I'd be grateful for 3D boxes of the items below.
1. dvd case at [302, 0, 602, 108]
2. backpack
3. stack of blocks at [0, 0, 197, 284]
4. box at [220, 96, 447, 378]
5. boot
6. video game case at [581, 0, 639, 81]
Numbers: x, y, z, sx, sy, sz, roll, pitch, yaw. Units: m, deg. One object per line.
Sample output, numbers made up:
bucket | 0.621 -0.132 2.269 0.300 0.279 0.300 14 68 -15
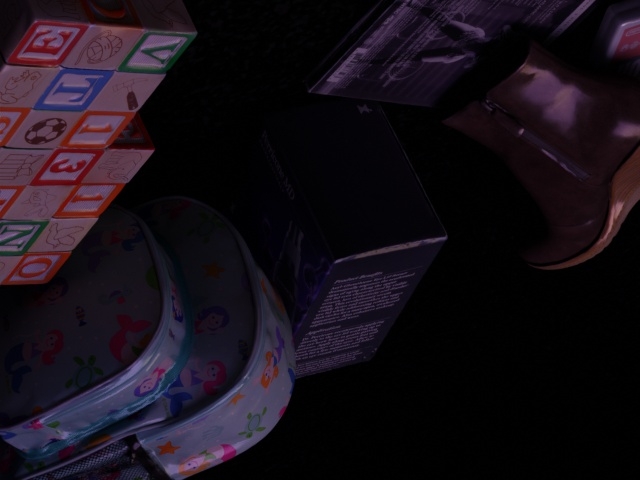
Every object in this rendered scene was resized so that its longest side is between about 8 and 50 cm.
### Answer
dvd case | 0.113 -0.166 1.601 0.221 0.018 0.164 3 142 -45
backpack | -0.155 0.082 1.576 0.254 0.225 0.191 -18 146 5
stack of blocks | -0.207 -0.085 1.374 0.171 0.087 0.297 -2 146 -42
box | 0.000 0.000 1.661 0.108 0.153 0.207 -12 151 -26
boot | 0.187 -0.076 1.715 0.207 0.090 0.248 22 142 -23
video game case | 0.312 -0.140 1.768 0.204 0.025 0.285 -17 154 -18
